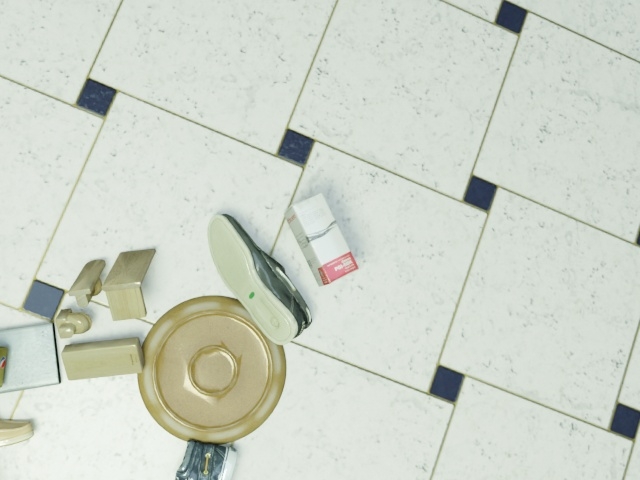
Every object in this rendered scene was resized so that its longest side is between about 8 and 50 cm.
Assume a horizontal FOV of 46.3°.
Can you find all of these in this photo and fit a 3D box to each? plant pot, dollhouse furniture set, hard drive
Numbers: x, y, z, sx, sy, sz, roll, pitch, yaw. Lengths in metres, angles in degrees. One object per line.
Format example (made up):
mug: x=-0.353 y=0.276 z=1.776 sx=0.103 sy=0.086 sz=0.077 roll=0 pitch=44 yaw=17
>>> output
plant pot: x=-0.169 y=0.204 z=1.177 sx=0.236 sy=0.032 sz=0.237 roll=1 pitch=83 yaw=-9
dollhouse furniture set: x=-0.322 y=0.112 z=1.158 sx=0.144 sy=0.123 sz=0.151 roll=-6 pitch=113 yaw=1
hard drive: x=-0.468 y=0.181 z=1.130 sx=0.135 sy=0.022 sz=0.094 roll=-8 pitch=85 yaw=-11

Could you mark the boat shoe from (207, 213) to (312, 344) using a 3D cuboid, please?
boat shoe: x=-0.099 y=0.055 z=1.196 sx=0.233 sy=0.084 sz=0.079 roll=54 pitch=40 yaw=6

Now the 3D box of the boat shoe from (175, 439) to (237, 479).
boat shoe: x=-0.189 y=0.399 z=1.138 sx=0.083 sy=0.065 sz=0.184 roll=15 pitch=75 yaw=-5

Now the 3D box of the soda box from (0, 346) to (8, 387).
soda box: x=-0.554 y=0.176 z=1.079 sx=0.181 sy=0.058 sz=0.061 roll=6 pitch=85 yaw=3

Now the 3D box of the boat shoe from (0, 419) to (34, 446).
boat shoe: x=-0.508 y=0.270 z=1.092 sx=0.169 sy=0.063 sz=0.059 roll=0 pitch=89 yaw=-9

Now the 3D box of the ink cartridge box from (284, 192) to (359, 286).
ink cartridge box: x=0.000 y=0.000 z=1.196 sx=0.056 sy=0.099 sz=0.135 roll=-26 pitch=89 yaw=-12
